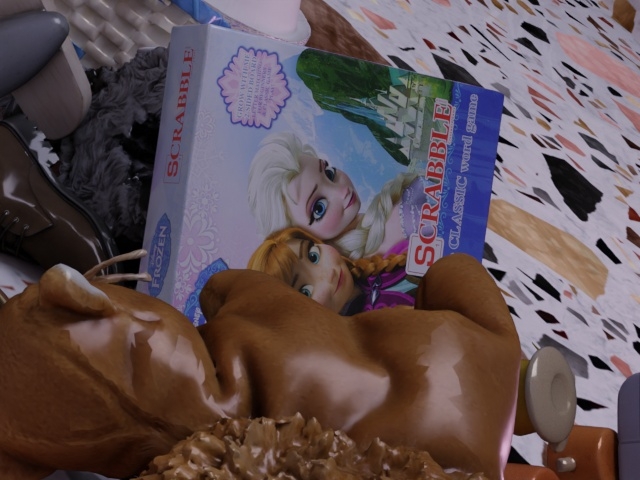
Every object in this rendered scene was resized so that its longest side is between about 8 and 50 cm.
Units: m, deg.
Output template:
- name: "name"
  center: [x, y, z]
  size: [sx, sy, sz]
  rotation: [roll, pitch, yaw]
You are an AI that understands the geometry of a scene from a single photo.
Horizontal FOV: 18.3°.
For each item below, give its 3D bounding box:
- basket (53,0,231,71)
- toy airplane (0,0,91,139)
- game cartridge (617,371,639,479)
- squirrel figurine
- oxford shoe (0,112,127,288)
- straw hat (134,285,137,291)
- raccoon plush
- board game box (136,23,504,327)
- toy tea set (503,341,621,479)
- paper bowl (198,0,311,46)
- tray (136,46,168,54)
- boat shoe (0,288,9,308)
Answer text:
- name: "basket"
  center: [-0.173, -0.288, 2.094]
  size: [0.201, 0.289, 0.255]
  rotation: [33, 7, -6]
- name: "toy airplane"
  center: [-0.353, -0.302, 1.740]
  size: [0.386, 0.384, 0.272]
  rotation: [32, 47, 15]
- name: "game cartridge"
  center: [0.348, 0.265, 1.863]
  size: [0.198, 0.062, 0.297]
  rotation: [-2, 85, -52]
- name: "squirrel figurine"
  center: [-0.055, 0.149, 1.401]
  size: [0.370, 0.281, 0.397]
  rotation: [21, 22, -22]
- name: "oxford shoe"
  center: [-0.249, -0.007, 1.717]
  size: [0.096, 0.083, 0.227]
  rotation: [-20, 58, -38]
- name: "straw hat"
  center: [-0.123, 0.086, 1.706]
  size: [0.144, 0.144, 0.061]
  rotation: [24, -19, -31]
- name: "raccoon plush"
  center: [-0.101, -0.068, 1.915]
  size: [0.299, 0.216, 0.446]
  rotation: [34, 14, -43]
- name: "board game box"
  center: [0.000, 0.000, 1.701]
  size: [0.318, 0.319, 0.066]
  rotation: [9, -3, -34]
- name: "toy tea set"
  center: [0.206, 0.249, 1.817]
  size: [0.336, 0.124, 0.200]
  rotation: [48, 46, -39]
- name: "paper bowl"
  center: [-0.137, -0.322, 2.470]
  size: [0.284, 0.148, 0.284]
  rotation: [31, 21, -13]
- name: "tray"
  center: [-0.090, -0.127, 2.033]
  size: [0.145, 0.030, 0.270]
  rotation: [2, -21, 11]
- name: "boat shoe"
  center: [-0.313, 0.015, 1.552]
  size: [0.178, 0.064, 0.060]
  rotation: [33, 22, -4]
